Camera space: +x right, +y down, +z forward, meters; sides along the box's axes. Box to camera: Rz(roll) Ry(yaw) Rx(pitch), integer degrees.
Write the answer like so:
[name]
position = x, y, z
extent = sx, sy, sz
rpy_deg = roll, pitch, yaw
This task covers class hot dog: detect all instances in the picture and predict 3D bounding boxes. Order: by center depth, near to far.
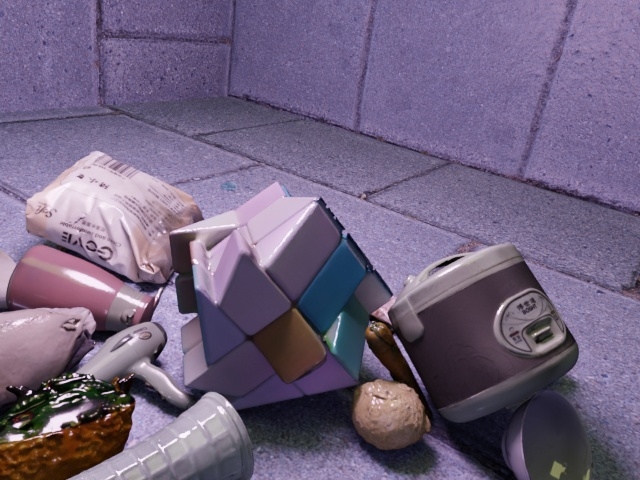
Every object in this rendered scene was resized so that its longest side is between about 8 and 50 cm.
[hot dog]
position = 0.169, 0.172, 1.310
extent = 0.191, 0.059, 0.108
rpy_deg = 24, 26, 36

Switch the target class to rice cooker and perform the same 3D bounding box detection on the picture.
[rice cooker]
position = 0.286, 0.156, 0.982
extent = 0.288, 0.288, 0.277
rpy_deg = -12, 68, -38

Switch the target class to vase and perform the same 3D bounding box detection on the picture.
[vase]
position = -0.250, 0.332, 0.724
extent = 0.299, 0.143, 0.143
rpy_deg = -18, 35, -40

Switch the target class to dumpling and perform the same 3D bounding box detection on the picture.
[dumpling]
position = -0.534, 0.199, 0.927
extent = 0.205, 0.163, 0.293
rpy_deg = -16, 7, 38

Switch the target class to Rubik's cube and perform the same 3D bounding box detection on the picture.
[Rubik's cube]
position = -0.093, 0.098, 1.004
extent = 0.368, 0.387, 0.358
rpy_deg = -37, 28, 2

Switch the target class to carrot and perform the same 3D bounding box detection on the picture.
[carrot]
position = 0.147, 0.239, 0.972
extent = 0.049, 0.254, 0.049
rpy_deg = -27, 26, 14

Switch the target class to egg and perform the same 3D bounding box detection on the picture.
[egg]
position = 0.118, 0.300, 0.931
extent = 0.140, 0.116, 0.118
rpy_deg = 17, -11, 30

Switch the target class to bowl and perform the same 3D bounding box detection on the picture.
[bowl]
position = 0.363, 0.351, 0.908
extent = 0.189, 0.189, 0.086
rpy_deg = -11, -11, -37

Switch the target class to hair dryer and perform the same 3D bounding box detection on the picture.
[hair dryer]
position = -0.331, 0.265, 0.927
extent = 0.229, 0.092, 0.267
rpy_deg = -19, 45, -34

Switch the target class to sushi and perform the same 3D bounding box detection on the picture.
[sushi]
position = -0.391, 0.271, 0.760
extent = 0.149, 0.140, 0.287
rpy_deg = 2, 3, 40

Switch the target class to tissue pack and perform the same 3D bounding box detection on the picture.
[tissue pack]
position = -0.514, -0.066, 1.411
extent = 0.376, 0.195, 0.390
rpy_deg = 24, 26, -5

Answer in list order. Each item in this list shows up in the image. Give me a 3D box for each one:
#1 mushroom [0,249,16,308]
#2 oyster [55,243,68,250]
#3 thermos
[mushroom]
position = -0.794, 0.110, 1.036
extent = 0.177, 0.126, 0.397
rpy_deg = 33, 29, 27
[oyster]
position = -0.644, -0.006, 1.459
extent = 0.122, 0.045, 0.146
rpy_deg = 34, 32, 19
[thermos]
position = -0.476, 0.117, 1.127
extent = 0.265, 0.146, 0.176
rpy_deg = 18, 5, -3
